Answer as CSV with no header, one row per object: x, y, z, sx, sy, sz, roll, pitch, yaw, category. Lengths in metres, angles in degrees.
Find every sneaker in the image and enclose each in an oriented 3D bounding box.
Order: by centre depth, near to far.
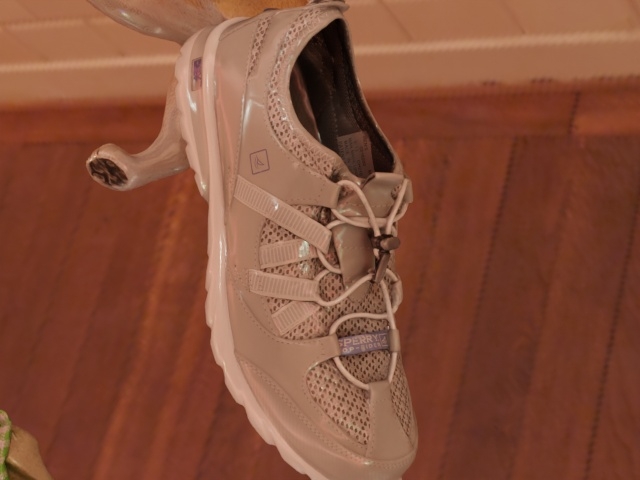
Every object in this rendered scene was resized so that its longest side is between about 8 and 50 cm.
0.000,0.000,0.780,0.115,0.105,0.281,-22,83,43,sneaker

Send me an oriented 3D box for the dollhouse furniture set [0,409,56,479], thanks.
-0.194,0.130,0.501,0.197,0.301,0.151,-8,49,42,dollhouse furniture set

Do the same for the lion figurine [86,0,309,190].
-0.107,-0.180,0.922,0.142,0.392,0.240,-15,34,41,lion figurine
